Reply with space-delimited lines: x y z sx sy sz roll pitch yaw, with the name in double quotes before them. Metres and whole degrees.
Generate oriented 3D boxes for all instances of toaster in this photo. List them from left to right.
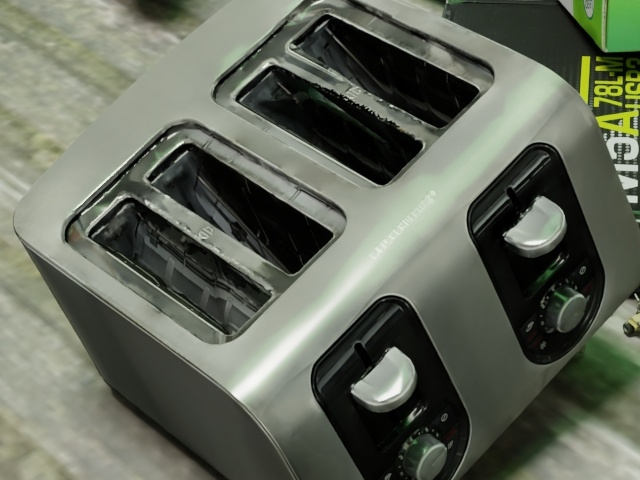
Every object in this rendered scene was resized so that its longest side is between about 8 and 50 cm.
"toaster" 0.000 0.000 0.646 0.168 0.110 0.186 -44 50 -17

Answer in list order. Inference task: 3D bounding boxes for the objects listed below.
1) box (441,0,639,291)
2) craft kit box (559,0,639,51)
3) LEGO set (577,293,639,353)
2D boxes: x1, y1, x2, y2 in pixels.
"box" 0.138 -0.048 0.792 0.184 0.045 0.190 5 36 8
"craft kit box" 0.231 -0.163 0.891 0.250 0.061 0.246 -4 22 -6
"LEGO set" 0.096 0.029 0.707 0.083 0.023 0.054 -12 37 -13
